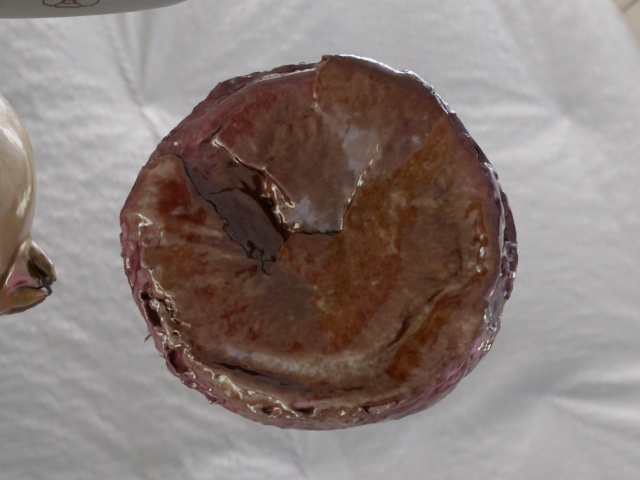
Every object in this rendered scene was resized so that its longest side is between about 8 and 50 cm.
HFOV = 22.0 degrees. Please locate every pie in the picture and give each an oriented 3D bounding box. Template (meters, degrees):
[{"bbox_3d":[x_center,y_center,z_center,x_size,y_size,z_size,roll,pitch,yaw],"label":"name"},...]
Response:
[{"bbox_3d":[0.000,0.000,0.747,0.182,0.049,0.182,-1,-107,3],"label":"pie"}]

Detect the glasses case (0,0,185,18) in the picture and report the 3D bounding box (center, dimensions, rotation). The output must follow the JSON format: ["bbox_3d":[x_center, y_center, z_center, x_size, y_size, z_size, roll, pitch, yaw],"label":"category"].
[{"bbox_3d":[-0.154,-0.178,1.025,0.193,0.074,0.049,-8,-135,-28],"label":"glasses case"}]

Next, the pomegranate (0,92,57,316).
[{"bbox_3d":[-0.263,-0.018,0.971,0.209,0.209,0.209,25,-136,-27],"label":"pomegranate"}]
